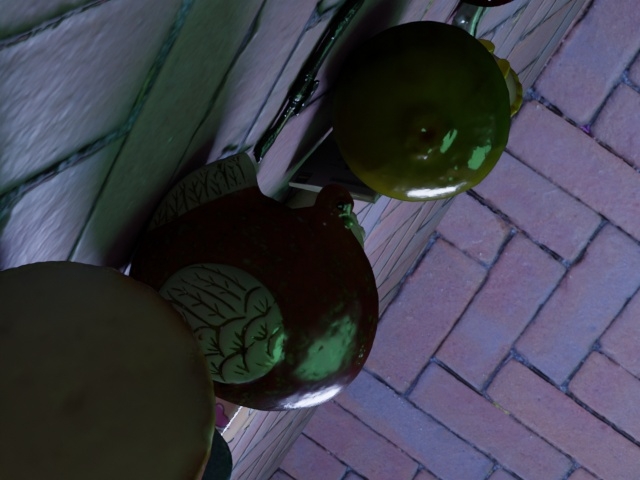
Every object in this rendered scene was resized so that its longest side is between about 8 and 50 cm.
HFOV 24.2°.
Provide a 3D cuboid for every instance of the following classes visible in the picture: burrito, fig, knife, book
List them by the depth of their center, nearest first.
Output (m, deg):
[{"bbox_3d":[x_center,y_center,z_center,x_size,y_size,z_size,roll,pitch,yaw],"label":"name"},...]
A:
[{"bbox_3d":[-0.010,-0.169,1.565,0.222,0.021,0.045,-57,174,16],"label":"knife"},{"bbox_3d":[0.114,-0.160,1.719,0.230,0.207,0.207,-90,-157,-49],"label":"fig"},{"bbox_3d":[0.057,-0.111,1.843,0.181,0.127,0.014,-50,140,-38],"label":"book"},{"bbox_3d":[0.220,-0.327,2.120,0.118,0.044,0.074,-57,175,3],"label":"burrito"}]

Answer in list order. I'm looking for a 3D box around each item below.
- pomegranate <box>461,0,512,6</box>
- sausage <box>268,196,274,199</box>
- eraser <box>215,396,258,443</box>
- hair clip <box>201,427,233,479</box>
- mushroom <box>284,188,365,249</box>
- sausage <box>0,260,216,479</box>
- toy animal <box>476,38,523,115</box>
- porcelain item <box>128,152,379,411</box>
[{"bbox_3d":[0.190,-0.327,1.699,0.129,0.129,0.159,-54,180,5],"label":"pomegranate"},{"bbox_3d":[-0.165,0.126,1.640,0.433,0.088,0.088,-58,173,-14],"label":"sausage"},{"bbox_3d":[-0.084,0.179,2.356,0.290,0.087,0.171,-56,173,19],"label":"eraser"},{"bbox_3d":[-0.213,0.395,1.768,0.238,0.318,0.392,-56,174,30],"label":"hair clip"},{"bbox_3d":[0.000,0.000,1.934,0.112,0.148,0.148,-30,163,-22],"label":"mushroom"},{"bbox_3d":[-0.208,0.173,1.166,0.233,0.233,0.287,-49,172,-28],"label":"sausage"},{"bbox_3d":[0.233,-0.218,2.311,0.156,0.156,0.230,-49,172,-30],"label":"toy animal"},{"bbox_3d":[-0.049,0.032,1.424,0.253,0.253,0.253,-52,172,-11],"label":"porcelain item"}]
